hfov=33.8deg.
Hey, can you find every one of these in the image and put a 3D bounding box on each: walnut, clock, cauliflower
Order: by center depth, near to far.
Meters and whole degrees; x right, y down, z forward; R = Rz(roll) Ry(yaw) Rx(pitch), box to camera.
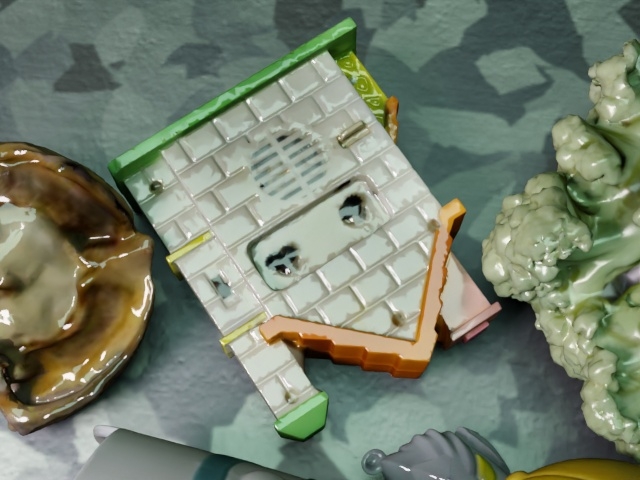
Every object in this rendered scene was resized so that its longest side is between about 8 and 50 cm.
[{"bbox_3d":[0.240,-0.016,0.721,0.261,0.281,0.326,-9,61,25],"label":"cauliflower"},{"bbox_3d":[-0.240,0.013,0.779,0.238,0.141,0.204,34,97,-26],"label":"walnut"},{"bbox_3d":[0.000,0.000,0.812,0.220,0.106,0.255,-32,77,-8],"label":"clock"}]

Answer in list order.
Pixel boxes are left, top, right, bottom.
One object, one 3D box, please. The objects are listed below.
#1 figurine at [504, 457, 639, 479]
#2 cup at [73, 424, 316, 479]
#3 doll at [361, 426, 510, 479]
[{"bbox_3d":[0.179,0.262,0.651,0.167,0.192,0.256,-10,97,24],"label":"figurine"},{"bbox_3d":[-0.064,0.280,0.663,0.258,0.219,0.289,14,101,6],"label":"cup"},{"bbox_3d":[0.115,0.188,0.754,0.180,0.079,0.094,24,72,-3],"label":"doll"}]
